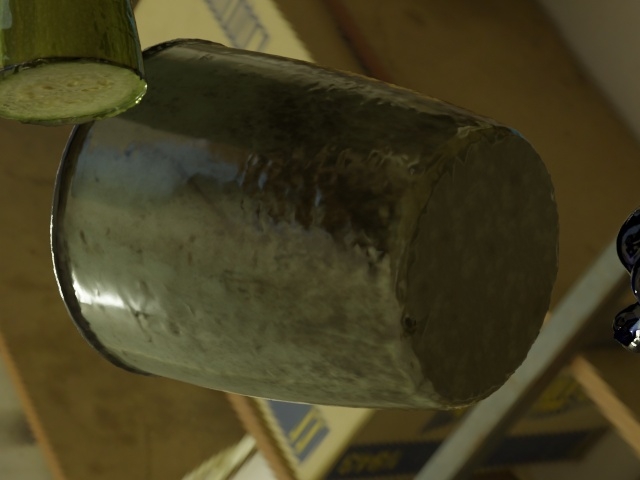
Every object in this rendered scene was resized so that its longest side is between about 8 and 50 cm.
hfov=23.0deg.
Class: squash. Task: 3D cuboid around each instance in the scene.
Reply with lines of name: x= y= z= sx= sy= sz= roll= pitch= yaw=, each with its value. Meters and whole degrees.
squash: x=-0.148 y=-0.177 z=0.901 sx=0.094 sy=0.094 sz=0.224 roll=11 pitch=-116 yaw=-34

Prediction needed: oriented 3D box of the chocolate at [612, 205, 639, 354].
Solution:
chocolate: x=0.308 y=-0.057 z=1.033 sx=0.126 sy=0.343 sz=0.148 roll=2 pitch=-137 yaw=-52

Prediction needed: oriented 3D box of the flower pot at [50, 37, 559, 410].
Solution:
flower pot: x=0.000 y=0.000 z=1.258 sx=0.330 sy=0.293 sz=0.294 roll=13 pitch=-165 yaw=37
